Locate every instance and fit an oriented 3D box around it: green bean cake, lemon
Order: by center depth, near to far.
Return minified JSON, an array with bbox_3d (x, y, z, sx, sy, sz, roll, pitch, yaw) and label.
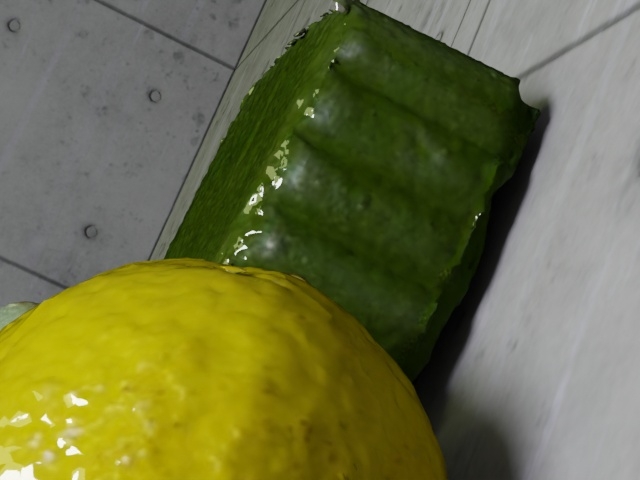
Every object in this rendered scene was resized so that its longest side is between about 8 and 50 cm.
[{"bbox_3d":[-0.070,0.147,0.647,0.268,0.268,0.321,-53,17,44],"label":"lemon"},{"bbox_3d":[0.000,0.000,0.898,0.249,0.156,0.247,-67,13,-15],"label":"green bean cake"}]

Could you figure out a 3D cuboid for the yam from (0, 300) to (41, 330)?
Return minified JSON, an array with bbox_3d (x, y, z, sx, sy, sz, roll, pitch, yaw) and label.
[{"bbox_3d":[-0.154,0.184,0.923,0.161,0.268,0.161,-19,33,13],"label":"yam"}]
